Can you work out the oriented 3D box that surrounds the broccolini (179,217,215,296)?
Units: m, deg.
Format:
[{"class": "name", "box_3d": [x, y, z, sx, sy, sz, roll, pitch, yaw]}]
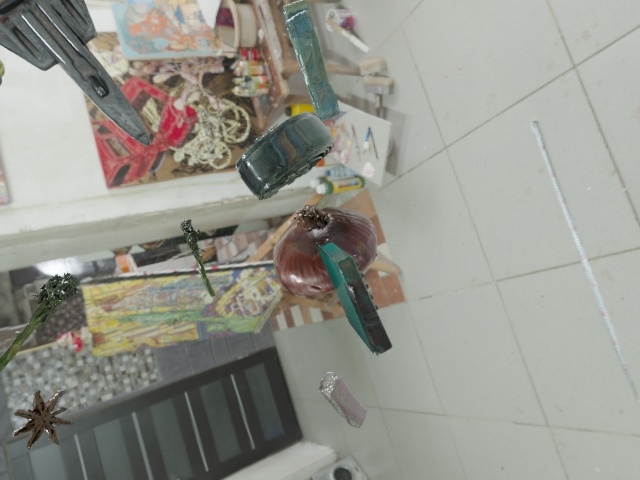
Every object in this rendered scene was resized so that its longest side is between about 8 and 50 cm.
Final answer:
[{"class": "broccolini", "box_3d": [-0.382, 0.059, 1.464, 0.123, 0.062, 0.271, -150, 41, -77]}]

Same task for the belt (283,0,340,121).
[{"class": "belt", "box_3d": [-0.020, -0.463, 1.197, 0.087, 0.072, 0.302, -102, -8, -61]}]

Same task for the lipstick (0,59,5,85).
[{"class": "lipstick", "box_3d": [-0.338, -0.143, 0.444, 0.116, 0.037, 0.037, -89, 14, -45]}]

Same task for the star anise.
[{"class": "star anise", "box_3d": [-0.644, 0.412, 1.052, 0.042, 0.141, 0.141, -13, 91, 30]}]

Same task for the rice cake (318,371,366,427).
[{"class": "rice cake", "box_3d": [0.045, 0.296, 0.833, 0.036, 0.047, 0.206, 24, 155, 36]}]

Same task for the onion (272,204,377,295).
[{"class": "onion", "box_3d": [0.000, 0.000, 1.406, 0.348, 0.348, 0.285, 29, 148, 52]}]

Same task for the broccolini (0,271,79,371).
[{"class": "broccolini", "box_3d": [-0.506, 0.154, 0.759, 0.057, 0.254, 0.071, 43, 172, -5]}]

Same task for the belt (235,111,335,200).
[{"class": "belt", "box_3d": [-0.071, -0.189, 0.994, 0.206, 0.267, 0.116, -36, 93, 25]}]

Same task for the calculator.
[{"class": "calculator", "box_3d": [0.081, 0.131, 1.140, 0.274, 0.058, 0.248, 66, 173, -12]}]

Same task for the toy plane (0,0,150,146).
[{"class": "toy plane", "box_3d": [-0.205, -0.169, 0.304, 0.267, 0.212, 0.088, 55, 172, -27]}]
